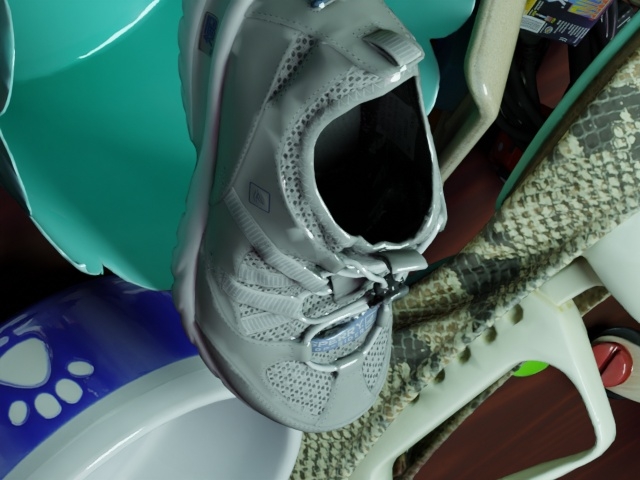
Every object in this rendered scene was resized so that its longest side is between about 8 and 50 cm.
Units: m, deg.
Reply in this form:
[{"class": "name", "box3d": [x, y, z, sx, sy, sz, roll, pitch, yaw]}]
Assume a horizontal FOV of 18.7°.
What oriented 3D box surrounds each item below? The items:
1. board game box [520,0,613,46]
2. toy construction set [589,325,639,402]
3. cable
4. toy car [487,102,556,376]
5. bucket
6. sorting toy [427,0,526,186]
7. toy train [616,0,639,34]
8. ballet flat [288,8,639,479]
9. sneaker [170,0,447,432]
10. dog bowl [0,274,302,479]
[{"class": "board game box", "box3d": [0.150, -0.193, 1.030, 0.170, 0.048, 0.141, 119, -12, -81]}, {"class": "toy construction set", "box3d": [0.358, 0.081, 1.447, 0.257, 0.237, 0.309, -39, 163, -7]}, {"class": "cable", "box3d": [0.152, -0.142, 1.232, 0.150, 0.047, 0.185, -28, 125, -60]}, {"class": "toy car", "box3d": [0.172, -0.006, 1.396, 0.239, 0.053, 0.225, -5, 124, -43]}, {"class": "bucket", "box3d": [-0.082, -0.134, 0.914, 0.281, 0.183, 0.281, -27, 137, -28]}, {"class": "sorting toy", "box3d": [0.096, -0.177, 1.084, 0.229, 0.041, 0.307, 112, -6, -72]}, {"class": "toy train", "box3d": [0.238, -0.180, 1.340, 0.158, 0.027, 0.036, -43, 132, -9]}, {"class": "ballet flat", "box3d": [0.139, 0.042, 1.182, 0.483, 0.182, 0.164, -43, 156, 24]}, {"class": "sneaker", "box3d": [0.000, 0.000, 0.863, 0.105, 0.115, 0.281, -33, 141, -23]}, {"class": "dog bowl", "box3d": [-0.142, 0.149, 1.115, 0.265, 0.104, 0.265, -37, 154, -21]}]
